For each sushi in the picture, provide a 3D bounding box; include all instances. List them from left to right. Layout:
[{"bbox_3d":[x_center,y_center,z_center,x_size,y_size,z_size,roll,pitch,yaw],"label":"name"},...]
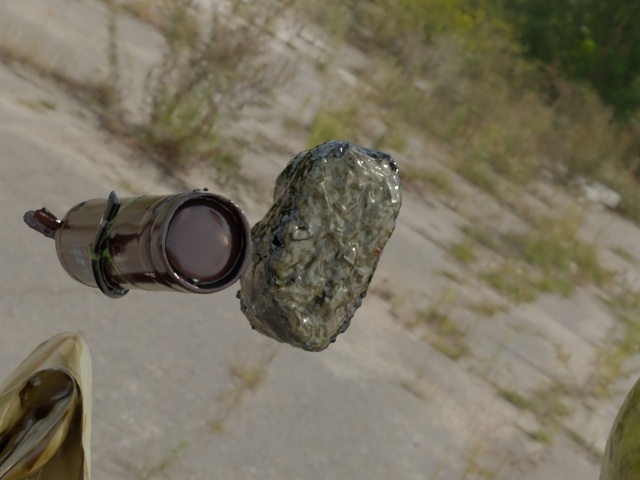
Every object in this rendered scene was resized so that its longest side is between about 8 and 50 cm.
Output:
[{"bbox_3d":[0.000,0.000,2.164,0.211,0.350,0.171,31,-16,-18],"label":"sushi"}]

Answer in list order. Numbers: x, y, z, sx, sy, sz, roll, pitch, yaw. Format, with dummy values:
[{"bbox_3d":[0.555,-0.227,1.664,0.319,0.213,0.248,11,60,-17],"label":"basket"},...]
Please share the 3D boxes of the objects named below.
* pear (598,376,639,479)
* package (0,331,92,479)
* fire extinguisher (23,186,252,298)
[{"bbox_3d":[0.426,0.220,1.360,0.269,0.321,0.269,27,48,-36],"label":"pear"},{"bbox_3d":[-0.313,0.212,1.355,0.165,0.221,0.311,0,4,-9],"label":"package"},{"bbox_3d":[-0.200,-0.003,1.353,0.141,0.105,0.341,43,-21,-25],"label":"fire extinguisher"}]
